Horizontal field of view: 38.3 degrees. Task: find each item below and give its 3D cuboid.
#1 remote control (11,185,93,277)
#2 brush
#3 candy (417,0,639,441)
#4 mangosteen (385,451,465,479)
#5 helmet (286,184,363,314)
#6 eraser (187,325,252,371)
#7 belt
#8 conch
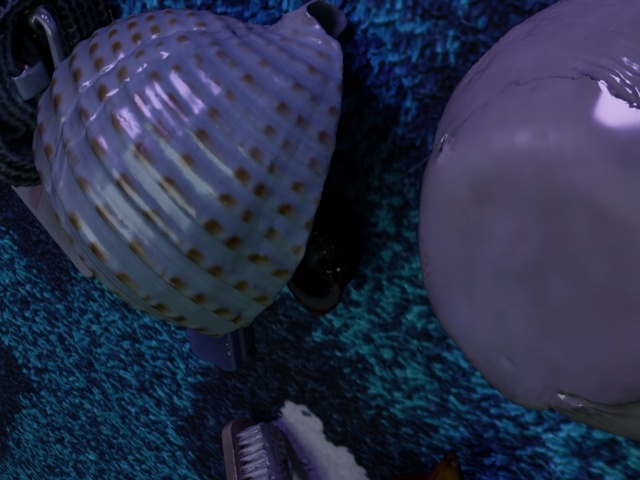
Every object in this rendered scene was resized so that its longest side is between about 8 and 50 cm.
[{"bbox_3d":[-0.344,-0.038,1.222,0.190,0.029,0.087,48,138,14],"label":"remote control"},{"bbox_3d":[-0.052,0.342,1.019,0.065,0.070,0.327,-33,51,29],"label":"brush"},{"bbox_3d":[0.194,-0.018,0.565,0.295,0.185,0.295,10,104,47],"label":"candy"},{"bbox_3d":[0.083,0.364,0.850,0.307,0.307,0.346,31,105,29],"label":"mangosteen"},{"bbox_3d":[0.000,0.000,0.865,0.098,0.070,0.123,8,125,50],"label":"helmet"},{"bbox_3d":[-0.125,0.038,1.040,0.082,0.036,0.225,17,124,38],"label":"eraser"},{"bbox_3d":[-0.323,-0.182,0.981,0.160,0.207,0.295,27,132,35],"label":"belt"},{"bbox_3d":[-0.129,-0.080,0.802,0.319,0.215,0.303,-52,41,40],"label":"conch"}]
